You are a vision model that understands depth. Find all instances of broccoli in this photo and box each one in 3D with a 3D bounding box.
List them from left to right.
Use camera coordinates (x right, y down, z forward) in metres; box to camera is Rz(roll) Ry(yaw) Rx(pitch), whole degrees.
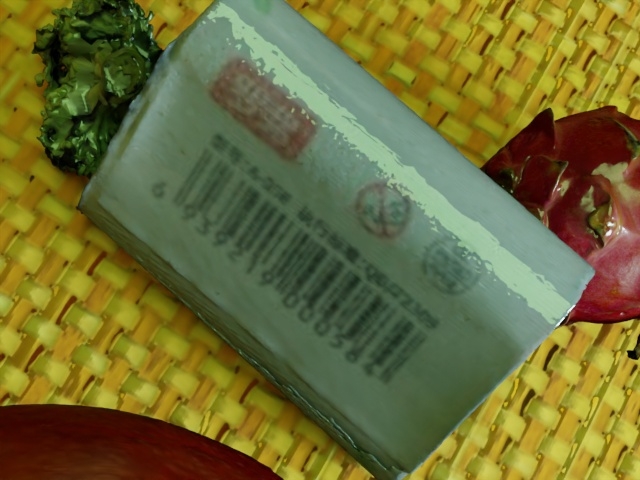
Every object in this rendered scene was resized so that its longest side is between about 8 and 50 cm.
[{"bbox_3d":[-0.122,-0.090,0.690,0.097,0.092,0.095,-34,107,-8],"label":"broccoli"}]

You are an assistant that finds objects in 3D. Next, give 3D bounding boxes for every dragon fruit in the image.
[{"bbox_3d":[0.157,-0.012,0.703,0.165,0.133,0.136,-5,114,-6],"label":"dragon fruit"}]

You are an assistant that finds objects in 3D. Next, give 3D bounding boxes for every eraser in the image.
[{"bbox_3d":[0.000,0.000,0.649,0.227,0.174,0.081,41,37,3],"label":"eraser"}]

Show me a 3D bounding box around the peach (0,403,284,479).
[{"bbox_3d":[-0.094,0.218,0.491,0.332,0.308,0.308,2,72,-8],"label":"peach"}]
